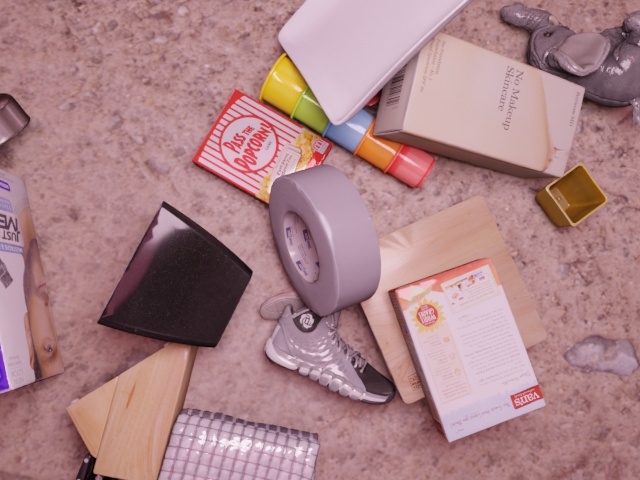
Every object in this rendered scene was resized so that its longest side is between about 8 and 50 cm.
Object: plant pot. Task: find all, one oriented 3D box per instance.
[{"bbox_3d":[-0.211,0.066,0.811,0.167,0.188,0.187,27,82,-12],"label":"plant pot"},{"bbox_3d":[0.426,-0.073,0.914,0.081,0.083,0.081,-34,88,-7],"label":"plant pot"}]

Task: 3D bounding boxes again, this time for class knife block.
[{"bbox_3d":[-0.265,0.319,0.817,0.275,0.088,0.242,-32,87,-7],"label":"knife block"}]

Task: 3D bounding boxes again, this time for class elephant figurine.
[{"bbox_3d":[0.443,-0.317,0.927,0.239,0.186,0.169,1,126,6],"label":"elephant figurine"}]

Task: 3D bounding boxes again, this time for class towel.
[{"bbox_3d":[-0.138,0.421,0.802,0.235,0.121,0.284,13,81,-4],"label":"towel"}]

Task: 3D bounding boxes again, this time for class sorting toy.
[{"bbox_3d":[0.195,0.094,0.875,0.257,0.089,0.255,-23,85,-6],"label":"sorting toy"}]

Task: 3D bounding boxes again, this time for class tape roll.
[{"bbox_3d":[0.000,0.000,0.786,0.072,0.219,0.219,-19,85,-22],"label":"tape roll"}]

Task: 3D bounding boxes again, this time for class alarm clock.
[{"bbox_3d":[-0.529,-0.174,0.818,0.129,0.192,0.064,-34,130,-9],"label":"alarm clock"}]

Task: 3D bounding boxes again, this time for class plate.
[{"bbox_3d":[0.079,-0.337,0.785,0.277,0.045,0.278,-43,50,19],"label":"plate"}]

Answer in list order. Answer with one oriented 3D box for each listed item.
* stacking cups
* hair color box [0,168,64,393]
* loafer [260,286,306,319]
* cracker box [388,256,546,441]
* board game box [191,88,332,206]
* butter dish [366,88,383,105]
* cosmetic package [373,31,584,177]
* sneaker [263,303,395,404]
[{"bbox_3d":[0.054,-0.203,0.902,0.316,0.096,0.096,29,82,-2],"label":"stacking cups"},{"bbox_3d":[-0.500,0.057,0.781,0.110,0.185,0.339,-13,85,-7],"label":"hair color box"},{"bbox_3d":[-0.043,0.097,0.888,0.125,0.039,0.045,-19,122,-4],"label":"loafer"},{"bbox_3d":[0.216,0.160,0.790,0.155,0.067,0.232,-18,84,-5],"label":"cracker box"},{"bbox_3d":[-0.099,-0.147,0.904,0.193,0.045,0.147,29,84,0],"label":"board game box"},{"bbox_3d":[0.088,-0.338,0.887,0.160,0.118,0.160,-36,61,-10],"label":"butter dish"},{"bbox_3d":[0.256,-0.210,0.849,0.309,0.113,0.160,10,94,-20],"label":"cosmetic package"},{"bbox_3d":[0.033,0.168,0.846,0.228,0.086,0.132,22,95,-1],"label":"sneaker"}]
